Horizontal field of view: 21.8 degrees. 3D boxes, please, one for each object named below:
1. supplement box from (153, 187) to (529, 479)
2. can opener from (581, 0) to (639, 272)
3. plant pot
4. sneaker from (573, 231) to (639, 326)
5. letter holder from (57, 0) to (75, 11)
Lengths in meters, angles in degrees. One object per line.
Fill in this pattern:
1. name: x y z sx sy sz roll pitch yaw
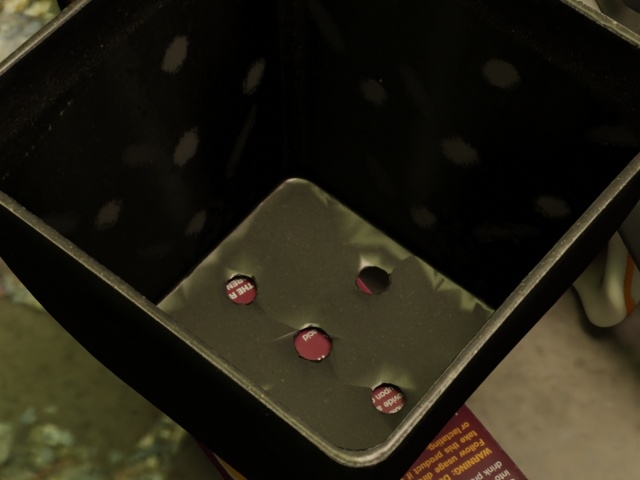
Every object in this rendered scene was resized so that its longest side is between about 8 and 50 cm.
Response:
1. supplement box: 0.005 0.085 0.718 0.081 0.104 0.188 -31 63 -18
2. can opener: 0.147 -0.056 0.709 0.074 0.093 0.280 -31 100 -27
3. plant pot: 0.000 0.000 0.611 0.188 0.167 0.187 35 64 20
4. sneaker: 0.032 -0.068 0.780 0.321 0.126 0.127 24 70 -1
5. letter holder: -0.086 -0.293 0.930 0.214 0.152 0.302 -17 60 -14
